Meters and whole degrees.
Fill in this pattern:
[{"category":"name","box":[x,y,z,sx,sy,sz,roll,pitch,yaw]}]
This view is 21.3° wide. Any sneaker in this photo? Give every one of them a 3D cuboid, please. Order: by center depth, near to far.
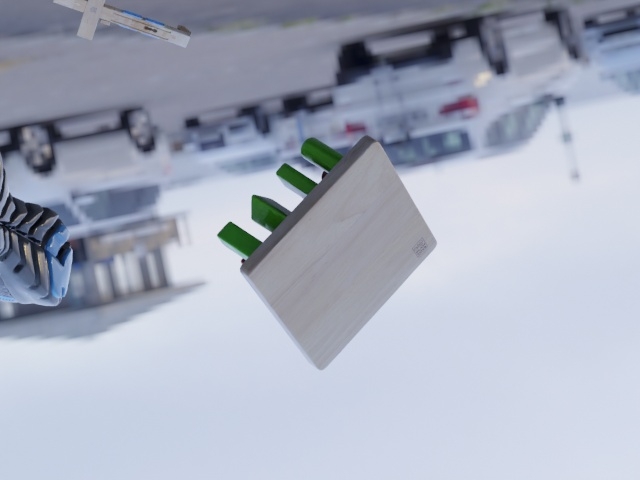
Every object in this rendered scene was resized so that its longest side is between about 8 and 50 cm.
[{"category":"sneaker","box":[-0.361,-0.025,1.640,0.139,0.125,0.341,-4,149,14]}]

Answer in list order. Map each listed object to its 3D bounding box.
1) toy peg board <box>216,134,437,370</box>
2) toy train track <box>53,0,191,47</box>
[{"category":"toy peg board","box":[0.000,0.000,1.496,0.161,0.161,0.079,-47,-131,-11]},{"category":"toy train track","box":[-0.118,-0.136,1.017,0.083,0.014,0.048,19,136,-10]}]
